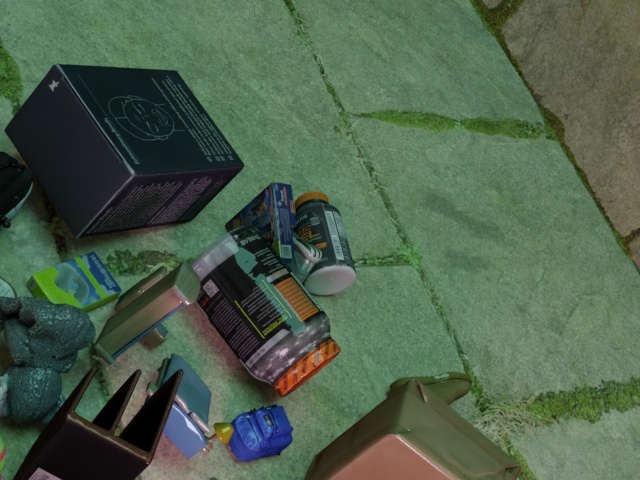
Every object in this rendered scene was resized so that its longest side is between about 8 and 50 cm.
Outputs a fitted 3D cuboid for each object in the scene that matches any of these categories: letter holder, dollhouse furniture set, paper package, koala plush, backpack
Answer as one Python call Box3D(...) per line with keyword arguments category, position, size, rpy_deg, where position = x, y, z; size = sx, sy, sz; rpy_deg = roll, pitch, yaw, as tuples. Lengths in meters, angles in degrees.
Box3D(category="letter holder", position=(-0.379, 0.322, 1.677), size=(0.152, 0.302, 0.214), rpy_deg=(32, 41, -13))
Box3D(category="dollhouse furniture set", position=(-0.244, 0.214, 1.916), size=(0.303, 0.198, 0.286), rpy_deg=(51, 12, -15))
Box3D(category="paper package", position=(0.177, 0.486, 1.966), size=(0.309, 0.325, 0.168), rpy_deg=(39, 35, -7))
Box3D(category="koala plush", position=(-0.509, 0.225, 1.761), size=(0.196, 0.203, 0.221), rpy_deg=(29, 63, -43))
Box3D(category="backpack", position=(-0.658, -0.094, 1.960), size=(0.152, 0.115, 0.182), rpy_deg=(48, 37, -13))
Box3D(category="backpack", position=(-0.125, 0.382, 1.992), size=(0.120, 0.101, 0.098), rpy_deg=(-7, 54, -39))

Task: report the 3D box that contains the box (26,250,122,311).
Box3D(category="box", position=(-0.486, 0.092, 1.994), size=(0.178, 0.042, 0.109), rpy_deg=(-26, 74, -47))

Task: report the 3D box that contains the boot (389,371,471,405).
Box3D(category="boot", position=(0.289, 0.447, 2.289), size=(0.236, 0.089, 0.269), rpy_deg=(-2, 56, -28))

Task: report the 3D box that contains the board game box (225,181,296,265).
Box3D(category="board game box", position=(-0.138, -0.013, 2.285), size=(0.060, 0.194, 0.194), rpy_deg=(5, 73, -40))

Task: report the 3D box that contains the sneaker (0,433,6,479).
Box3D(category="sneaker", position=(-0.690, 0.427, 1.468), size=(0.202, 0.185, 0.483), rpy_deg=(27, 37, 16))

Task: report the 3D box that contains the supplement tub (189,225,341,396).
Box3D(category="supplement tub", position=(-0.122, 0.152, 2.110), size=(0.338, 0.207, 0.207), rpy_deg=(52, 41, 10))

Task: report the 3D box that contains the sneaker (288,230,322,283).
Box3D(category="sneaker", position=(-0.099, 0.038, 2.328), size=(0.086, 0.132, 0.228), rpy_deg=(22, 7, -38))

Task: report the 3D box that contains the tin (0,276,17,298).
Box3D(category="tin", position=(-0.659, 0.089, 1.861), size=(0.189, 0.040, 0.106), rpy_deg=(37, 44, -8))

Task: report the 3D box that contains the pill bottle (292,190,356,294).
Box3D(category="pill bottle", position=(0.000, 0.000, 2.404), size=(0.130, 0.130, 0.246), rpy_deg=(11, 49, -32))

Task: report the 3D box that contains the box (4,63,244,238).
Box3D(category="box", position=(-0.408, -0.196, 2.117), size=(0.293, 0.212, 0.395), rpy_deg=(54, 27, 13))
